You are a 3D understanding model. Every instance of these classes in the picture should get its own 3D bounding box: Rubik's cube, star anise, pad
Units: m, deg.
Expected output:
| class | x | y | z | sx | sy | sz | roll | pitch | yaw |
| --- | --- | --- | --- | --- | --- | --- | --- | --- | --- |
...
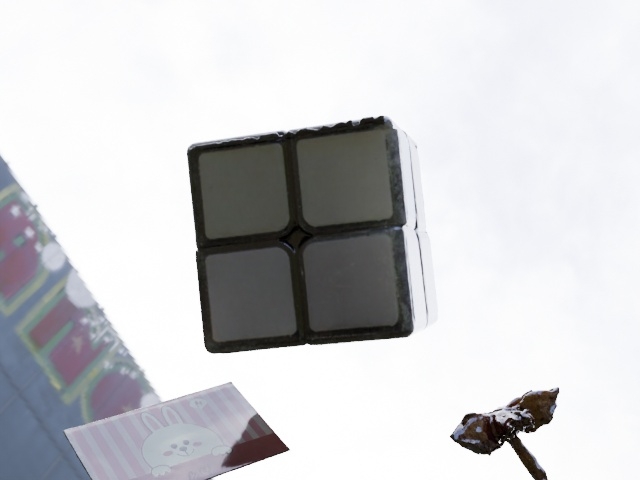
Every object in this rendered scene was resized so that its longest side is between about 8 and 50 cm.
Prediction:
| class | x | y | z | sx | sy | sz | roll | pitch | yaw |
| --- | --- | --- | --- | --- | --- | --- | --- | --- | --- |
| Rubik's cube | 0.000 | 0.000 | 1.422 | 0.316 | 0.318 | 0.313 | -7 | -93 | 14 |
| star anise | 0.245 | 0.264 | 1.155 | 0.158 | 0.140 | 0.144 | -27 | -100 | 12 |
| pad | -0.223 | 0.311 | 1.449 | 0.202 | 0.299 | 0.005 | 39 | -49 | 46 |
